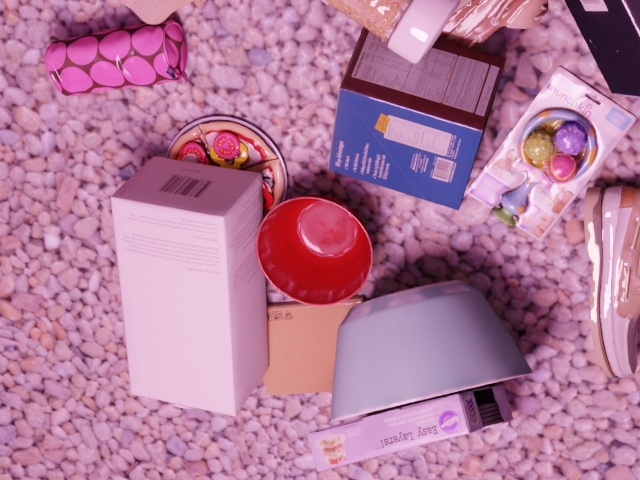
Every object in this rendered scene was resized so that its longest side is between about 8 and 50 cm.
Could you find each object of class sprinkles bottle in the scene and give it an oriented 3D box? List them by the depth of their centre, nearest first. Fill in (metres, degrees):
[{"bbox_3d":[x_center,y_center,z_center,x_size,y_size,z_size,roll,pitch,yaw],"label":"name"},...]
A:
[{"bbox_3d":[0.013,-0.376,1.701,0.355,0.121,0.121,33,117,1],"label":"sprinkles bottle"}]

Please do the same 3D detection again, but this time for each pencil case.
[{"bbox_3d":[-0.307,-0.270,1.961,0.209,0.095,0.098,-4,133,18],"label":"pencil case"}]

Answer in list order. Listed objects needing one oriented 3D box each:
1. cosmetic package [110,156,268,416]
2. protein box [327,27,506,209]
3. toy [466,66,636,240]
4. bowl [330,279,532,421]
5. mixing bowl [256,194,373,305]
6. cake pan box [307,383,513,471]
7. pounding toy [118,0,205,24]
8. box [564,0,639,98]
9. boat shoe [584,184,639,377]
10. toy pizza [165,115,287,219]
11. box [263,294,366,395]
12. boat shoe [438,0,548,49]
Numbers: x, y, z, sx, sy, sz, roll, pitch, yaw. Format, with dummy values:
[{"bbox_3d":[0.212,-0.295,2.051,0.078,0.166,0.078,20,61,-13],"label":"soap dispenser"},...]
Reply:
[{"bbox_3d":[-0.198,0.074,2.020,0.197,0.155,0.365,11,123,17],"label":"cosmetic package"},{"bbox_3d":[0.131,-0.175,1.817,0.201,0.136,0.200,18,149,6],"label":"protein box"},{"bbox_3d":[0.332,-0.116,1.883,0.137,0.056,0.237,33,117,-3],"label":"toy"},{"bbox_3d":[0.147,0.159,1.946,0.311,0.311,0.163,-17,81,21],"label":"bowl"},{"bbox_3d":[0.000,0.000,1.996,0.181,0.098,0.181,5,114,12],"label":"mixing bowl"},{"bbox_3d":[0.149,0.286,2.006,0.267,0.246,0.070,-18,82,21],"label":"cake pan box"},{"bbox_3d":[-0.201,-0.414,1.828,0.269,0.155,0.154,-28,109,24],"label":"pounding toy"},{"bbox_3d":[0.448,-0.396,1.592,0.312,0.179,0.343,-32,105,-5],"label":"box"},{"bbox_3d":[0.452,0.067,1.903,0.103,0.113,0.302,-2,112,21],"label":"boat shoe"},{"bbox_3d":[-0.151,-0.096,2.028,0.201,0.032,0.201,5,115,12],"label":"toy pizza"},{"bbox_3d":[-0.009,0.175,2.120,0.201,0.021,0.164,-6,112,16],"label":"box"},{"bbox_3d":[0.263,-0.349,1.770,0.324,0.123,0.116,-32,108,33],"label":"boat shoe"}]
